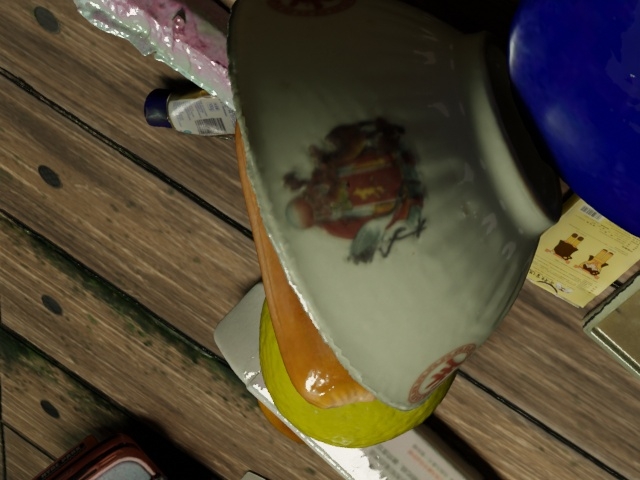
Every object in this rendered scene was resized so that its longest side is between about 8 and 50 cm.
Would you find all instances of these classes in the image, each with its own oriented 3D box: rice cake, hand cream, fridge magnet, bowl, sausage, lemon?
[{"bbox_3d":[-0.084,-0.145,1.655,0.290,0.081,0.051,40,163,2],"label":"rice cake"},{"bbox_3d":[-0.084,-0.108,1.747,0.163,0.039,0.062,12,137,31],"label":"hand cream"},{"bbox_3d":[0.245,-0.091,1.315,0.265,0.113,0.265,29,148,21],"label":"fridge magnet"},{"bbox_3d":[0.079,-0.057,1.439,0.157,0.337,0.337,-20,119,18],"label":"bowl"},{"bbox_3d":[-0.001,0.000,1.561,0.105,0.105,0.274,-43,57,59],"label":"sausage"},{"bbox_3d":[0.037,0.071,1.687,0.184,0.184,0.248,26,126,25],"label":"lemon"}]

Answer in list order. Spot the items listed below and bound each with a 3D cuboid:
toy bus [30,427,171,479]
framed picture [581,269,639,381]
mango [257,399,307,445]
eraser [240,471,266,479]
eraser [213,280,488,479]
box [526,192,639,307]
[{"bbox_3d":[-0.183,0.427,2.340,0.427,0.203,0.233,54,174,-19],"label":"toy bus"},{"bbox_3d":[0.340,0.079,1.512,0.211,0.020,0.289,41,150,2],"label":"framed picture"},{"bbox_3d":[-0.013,0.164,1.979,0.080,0.060,0.114,-17,116,37],"label":"mango"},{"bbox_3d":[-0.062,0.318,2.255,0.052,0.029,0.122,23,144,29],"label":"eraser"},{"bbox_3d":[0.044,0.185,1.904,0.352,0.089,0.061,43,-168,-1],"label":"eraser"},{"bbox_3d":[0.208,0.005,1.553,0.073,0.020,0.149,28,150,-7],"label":"box"}]
